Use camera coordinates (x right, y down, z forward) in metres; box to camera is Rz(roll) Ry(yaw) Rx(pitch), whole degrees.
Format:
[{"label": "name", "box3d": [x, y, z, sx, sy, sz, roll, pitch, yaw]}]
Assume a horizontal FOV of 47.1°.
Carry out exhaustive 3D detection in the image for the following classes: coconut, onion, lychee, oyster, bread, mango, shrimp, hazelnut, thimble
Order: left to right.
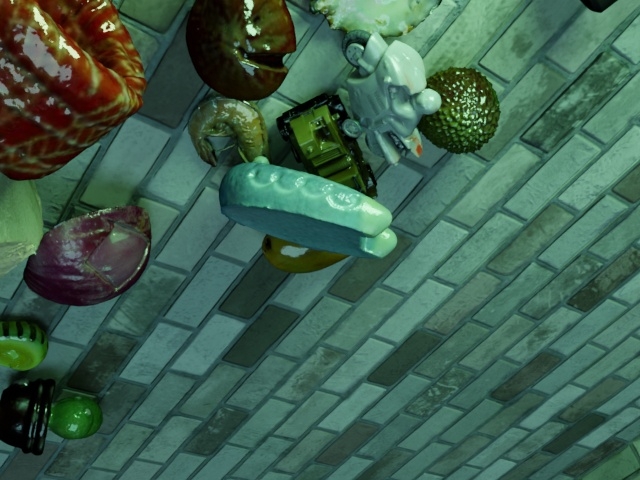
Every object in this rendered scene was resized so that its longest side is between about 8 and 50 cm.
[{"label": "coconut", "box3d": [-0.619, -0.053, 1.209, 0.309, 0.297, 0.297, -35, 131, 23]}, {"label": "bread", "box3d": [-0.666, 0.225, 1.603, 0.139, 0.071, 0.130, 9, 133, -23]}, {"label": "thimble", "box3d": [-0.421, -0.273, 1.017, 0.231, 0.350, 0.350, -31, 132, 14]}, {"label": "onion", "box3d": [-0.414, 0.044, 1.384, 0.250, 0.111, 0.247, -15, 155, -39]}, {"label": "shrimp", "box3d": [-0.159, -0.168, 1.375, 0.144, 0.052, 0.251, -7, 129, 10]}, {"label": "hazelnut", "box3d": [-0.126, -0.322, 1.143, 0.178, 0.178, 0.204, 9, 112, -21]}, {"label": "mango", "box3d": [0.000, 0.000, 1.523, 0.253, 0.113, 0.138, -12, 146, -17]}, {"label": "oyster", "box3d": [0.108, -0.425, 1.164, 0.198, 0.092, 0.260, 18, 144, -29]}, {"label": "lychee", "box3d": [0.251, -0.229, 1.327, 0.171, 0.171, 0.171, -7, 134, -7]}]

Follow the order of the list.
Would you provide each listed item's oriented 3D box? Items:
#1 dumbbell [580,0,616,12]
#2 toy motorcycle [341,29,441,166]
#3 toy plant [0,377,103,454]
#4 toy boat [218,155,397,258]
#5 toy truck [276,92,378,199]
[{"label": "dumbbell", "box3d": [0.482, -0.483, 1.150, 0.218, 0.152, 0.152, -37, 130, 20]}, {"label": "toy motorcycle", "box3d": [0.126, -0.241, 1.263, 0.171, 0.110, 0.260, 12, 138, 32]}, {"label": "toy plant", "box3d": [-0.629, 0.415, 1.725, 0.235, 0.175, 0.218, 10, 168, -17]}, {"label": "toy boat", "box3d": [-0.020, -0.069, 1.314, 0.330, 0.123, 0.215, 13, 166, 17]}, {"label": "toy truck", "box3d": [0.025, -0.144, 1.384, 0.127, 0.127, 0.257, -23, 137, 7]}]
